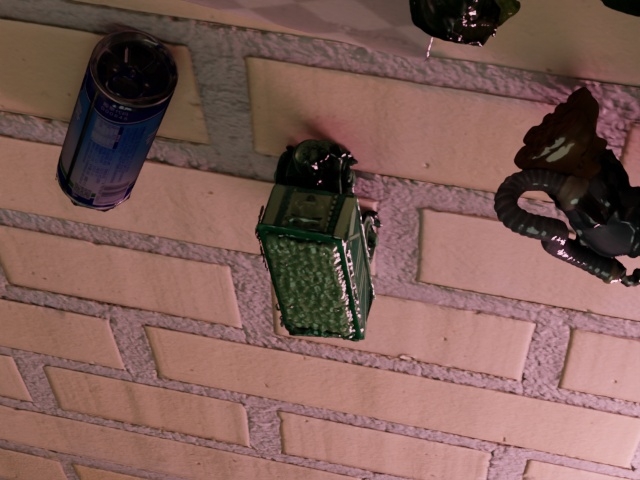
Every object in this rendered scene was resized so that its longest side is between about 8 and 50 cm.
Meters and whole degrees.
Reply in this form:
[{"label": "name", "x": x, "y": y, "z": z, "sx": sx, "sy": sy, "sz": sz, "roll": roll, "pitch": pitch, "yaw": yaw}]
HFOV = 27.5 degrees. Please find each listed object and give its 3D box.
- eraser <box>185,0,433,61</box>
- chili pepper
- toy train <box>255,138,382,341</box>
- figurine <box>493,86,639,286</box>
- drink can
[{"label": "eraser", "x": -0.077, "y": -0.273, "z": 1.139, "sx": 0.397, "sy": 0.082, "sz": 0.213, "roll": 15, "pitch": 147, "yaw": 0}, {"label": "chili pepper", "x": 0.174, "y": -0.220, "z": 1.017, "sx": 0.148, "sy": 0.264, "sz": 0.116, "roll": 22, "pitch": 121, "yaw": 49}, {"label": "toy train", "x": 0.000, "y": 0.000, "z": 1.480, "sx": 0.115, "sy": 0.154, "sz": 0.269, "roll": 9, "pitch": 149, "yaw": 13}, {"label": "figurine", "x": 0.365, "y": 0.010, "z": 1.274, "sx": 0.382, "sy": 0.261, "sz": 0.186, "roll": 46, "pitch": 134, "yaw": -8}, {"label": "drink can", "x": -0.227, "y": -0.125, "z": 1.431, "sx": 0.097, "sy": 0.097, "sz": 0.235, "roll": 20, "pitch": 149, "yaw": -9}]
